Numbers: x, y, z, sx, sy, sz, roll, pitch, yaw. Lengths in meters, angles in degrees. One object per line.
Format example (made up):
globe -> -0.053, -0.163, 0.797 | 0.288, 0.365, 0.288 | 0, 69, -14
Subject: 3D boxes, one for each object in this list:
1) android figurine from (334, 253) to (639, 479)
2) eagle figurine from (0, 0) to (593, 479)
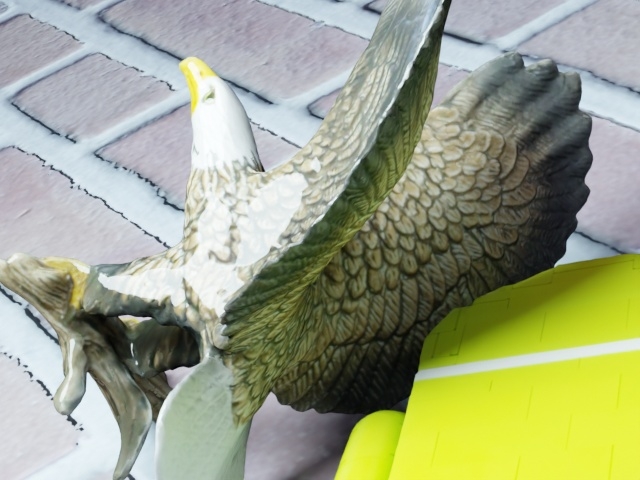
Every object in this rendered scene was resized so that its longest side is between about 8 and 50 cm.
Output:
android figurine -> 0.120, 0.092, 0.801 | 0.248, 0.056, 0.273 | -11, 29, 19
eagle figurine -> -0.005, -0.010, 0.890 | 0.298, 0.225, 0.226 | -24, 15, 11
